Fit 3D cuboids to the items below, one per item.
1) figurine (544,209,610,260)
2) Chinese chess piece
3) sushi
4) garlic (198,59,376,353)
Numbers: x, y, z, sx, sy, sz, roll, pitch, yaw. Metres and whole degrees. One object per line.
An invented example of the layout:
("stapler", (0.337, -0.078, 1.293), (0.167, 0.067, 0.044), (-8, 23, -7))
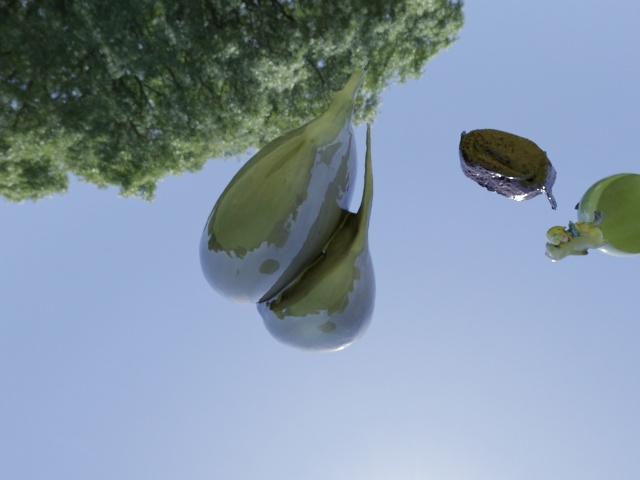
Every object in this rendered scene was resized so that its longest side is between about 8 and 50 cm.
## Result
("figurine", (0.347, -0.008, 0.614), (0.083, 0.051, 0.047), (-28, -151, 19))
("Chinese chess piece", (0.516, -0.044, 0.760), (0.144, 0.058, 0.144), (0, -89, -1))
("sushi", (0.195, -0.076, 0.467), (0.120, 0.055, 0.052), (28, -96, 32))
("garlic", (0.000, 0.000, 0.544), (0.231, 0.340, 0.246), (40, -137, 7))
